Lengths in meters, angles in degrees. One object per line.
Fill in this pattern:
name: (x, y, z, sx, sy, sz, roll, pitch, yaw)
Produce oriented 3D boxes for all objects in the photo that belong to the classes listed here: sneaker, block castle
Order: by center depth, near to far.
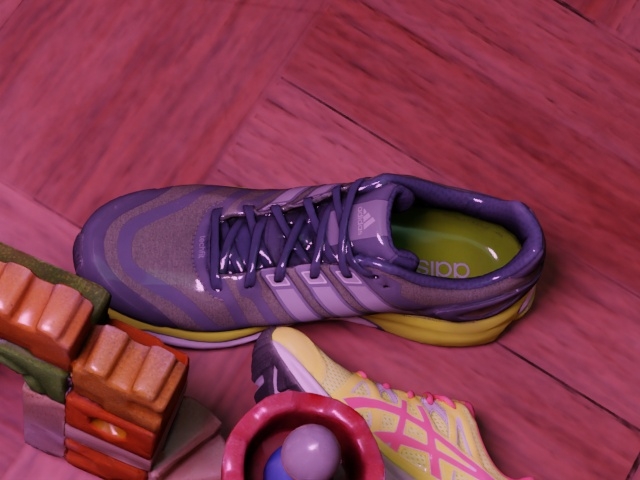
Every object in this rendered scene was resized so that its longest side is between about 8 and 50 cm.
block castle: (-0.217, 0.148, 0.852, 0.453, 0.213, 0.303, 23, 64, 1)
sneaker: (0.047, 0.120, 1.008, 0.208, 0.081, 0.094, 44, 63, -2)
sneaker: (0.000, 0.000, 1.014, 0.300, 0.121, 0.111, -1, 70, -11)
